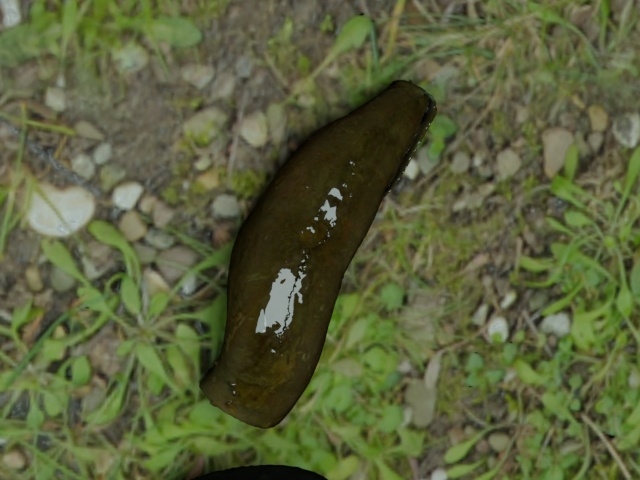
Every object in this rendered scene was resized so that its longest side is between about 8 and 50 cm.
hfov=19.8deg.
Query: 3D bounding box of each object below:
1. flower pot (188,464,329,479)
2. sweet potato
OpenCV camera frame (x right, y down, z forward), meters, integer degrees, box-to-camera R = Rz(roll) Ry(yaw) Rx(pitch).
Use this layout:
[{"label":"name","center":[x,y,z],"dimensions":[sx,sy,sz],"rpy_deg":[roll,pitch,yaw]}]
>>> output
[{"label":"flower pot","center":[-0.033,0.369,1.246],"dimensions":[0.293,0.293,0.330],"rpy_deg":[-38,116,-16]},{"label":"sweet potato","center":[-0.006,-0.002,1.325],"dimensions":[0.286,0.085,0.112],"rpy_deg":[-65,151,-16]}]
